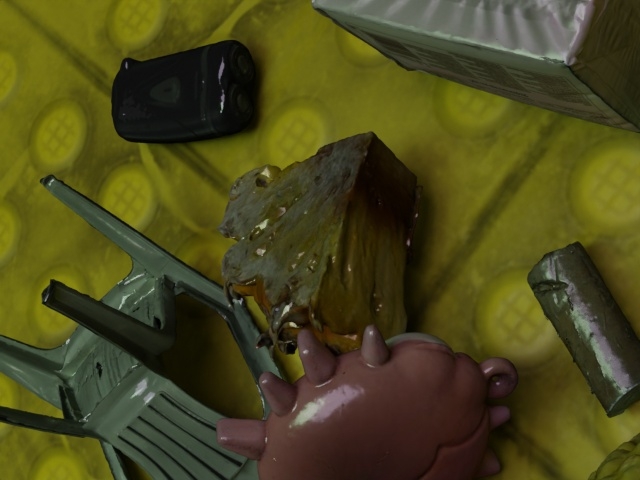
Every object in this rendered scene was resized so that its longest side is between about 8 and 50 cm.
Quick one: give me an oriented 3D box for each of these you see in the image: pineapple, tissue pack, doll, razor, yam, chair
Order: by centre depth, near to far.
[{"bbox_3d":[0.203,0.063,0.902,0.054,0.054,0.132,-36,64,19],"label":"yam"},{"bbox_3d":[0.030,0.158,0.903,0.262,0.211,0.093,-36,29,14],"label":"doll"},{"bbox_3d":[0.141,-0.180,0.920,0.225,0.185,0.124,20,92,34],"label":"tissue pack"},{"bbox_3d":[0.000,0.000,0.990,0.186,0.114,0.236,-41,45,11],"label":"pineapple"},{"bbox_3d":[-0.175,0.118,1.040,0.203,0.274,0.190,-47,36,15],"label":"chair"},{"bbox_3d":[-0.132,-0.138,1.151,0.148,0.054,0.090,-5,76,31],"label":"razor"}]

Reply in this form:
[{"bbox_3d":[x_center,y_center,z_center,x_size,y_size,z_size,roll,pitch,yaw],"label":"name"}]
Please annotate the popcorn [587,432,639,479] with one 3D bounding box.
[{"bbox_3d":[0.253,0.218,0.730,0.174,0.286,0.225,-57,34,21],"label":"popcorn"}]
